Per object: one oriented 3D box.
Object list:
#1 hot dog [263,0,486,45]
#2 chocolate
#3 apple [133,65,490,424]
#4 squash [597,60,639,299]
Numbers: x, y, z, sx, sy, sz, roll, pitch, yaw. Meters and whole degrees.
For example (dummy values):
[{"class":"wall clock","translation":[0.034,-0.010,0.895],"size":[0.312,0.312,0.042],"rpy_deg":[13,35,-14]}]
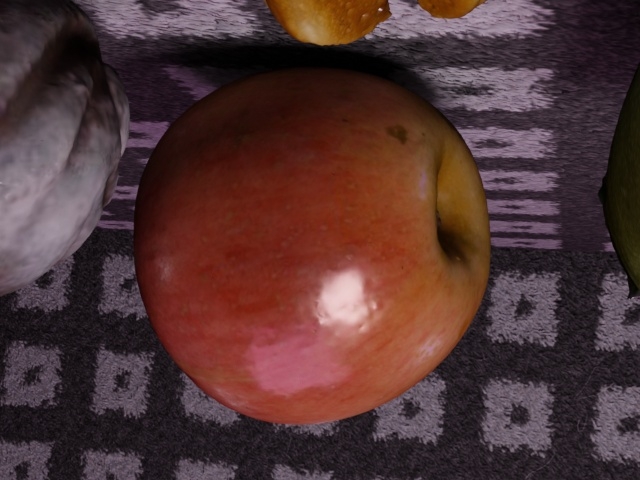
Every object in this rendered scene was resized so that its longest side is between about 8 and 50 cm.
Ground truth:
[{"class":"hot dog","translation":[0.007,-0.188,0.361],"size":[0.135,0.100,0.337],"rpy_deg":[-10,159,9]},{"class":"chocolate","translation":[-0.257,-0.088,0.762],"size":[0.213,0.303,0.303],"rpy_deg":[-10,180,-24]},{"class":"apple","translation":[0.000,0.000,0.998],"size":[0.363,0.364,0.364],"rpy_deg":[4,173,1]},{"class":"squash","translation":[0.320,-0.062,0.625],"size":[0.263,0.263,0.384],"rpy_deg":[3,174,11]}]
